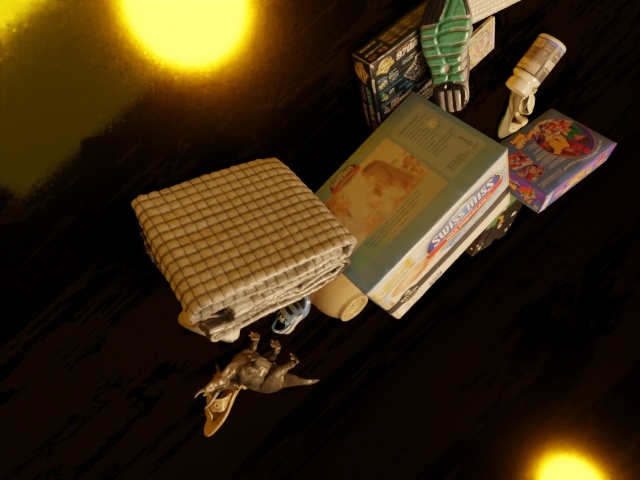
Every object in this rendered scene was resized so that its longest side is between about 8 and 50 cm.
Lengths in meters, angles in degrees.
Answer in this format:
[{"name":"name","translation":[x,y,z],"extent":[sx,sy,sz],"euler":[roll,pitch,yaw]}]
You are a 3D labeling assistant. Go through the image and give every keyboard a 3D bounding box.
[{"name":"keyboard","translation":[0.360,-0.493,0.893],"extent":[0.256,0.014,0.072],"euler":[-32,148,-20]}]

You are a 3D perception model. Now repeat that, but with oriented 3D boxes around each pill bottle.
[{"name":"pill bottle","translation":[0.538,-0.437,1.117],"extent":[0.078,0.078,0.137],"euler":[6,124,-53]}]

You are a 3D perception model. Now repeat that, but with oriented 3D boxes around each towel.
[{"name":"towel","translation":[-0.120,0.006,0.712],"extent":[0.284,0.235,0.121],"euler":[-25,152,-29]}]

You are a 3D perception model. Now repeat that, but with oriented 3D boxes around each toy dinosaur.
[{"name":"toy dinosaur","translation":[-0.158,0.344,1.173],"extent":[0.314,0.121,0.160],"euler":[15,118,-33]}]

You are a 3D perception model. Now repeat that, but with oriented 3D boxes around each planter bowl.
[{"name":"planter bowl","translation":[0.064,0.157,1.250],"extent":[0.162,0.109,0.162],"euler":[-31,149,-22]}]

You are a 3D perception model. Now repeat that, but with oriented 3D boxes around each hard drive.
[{"name":"hard drive","translation":[0.703,-0.109,1.750],"extent":[0.237,0.064,0.338],"euler":[-28,147,-27]}]

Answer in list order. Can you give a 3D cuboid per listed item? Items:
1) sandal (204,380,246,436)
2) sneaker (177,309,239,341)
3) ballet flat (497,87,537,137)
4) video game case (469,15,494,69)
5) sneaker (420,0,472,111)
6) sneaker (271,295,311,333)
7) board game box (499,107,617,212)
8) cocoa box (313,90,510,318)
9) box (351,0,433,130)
[{"name":"sandal","translation":[-0.275,0.422,1.227],"extent":[0.079,0.088,0.240],"euler":[39,89,-29]},{"name":"sneaker","translation":[-0.170,0.085,0.811],"extent":[0.297,0.111,0.129],"euler":[-84,-165,-77]},{"name":"ballet flat","translation":[0.556,-0.357,1.250],"extent":[0.072,0.068,0.213],"euler":[-35,149,-16]},{"name":"video game case","translation":[0.330,-0.411,0.962],"extent":[0.122,0.011,0.087],"euler":[-43,151,-2]},{"name":"sneaker","translation":[0.224,-0.343,0.778],"extent":[0.223,0.083,0.098],"euler":[73,30,-47]},{"name":"sneaker","translation":[-0.078,0.197,1.183],"extent":[0.059,0.053,0.144],"euler":[10,119,-53]},{"name":"board game box","translation":[0.706,-0.260,1.391],"extent":[0.347,0.233,0.078],"euler":[-33,148,-19]},{"name":"cocoa box","translation":[0.165,-0.060,0.875],"extent":[0.347,0.231,0.228],"euler":[-46,150,2]},{"name":"box","translation":[0.168,-0.328,0.826],"extent":[0.220,0.051,0.175],"euler":[-40,150,-8]}]
